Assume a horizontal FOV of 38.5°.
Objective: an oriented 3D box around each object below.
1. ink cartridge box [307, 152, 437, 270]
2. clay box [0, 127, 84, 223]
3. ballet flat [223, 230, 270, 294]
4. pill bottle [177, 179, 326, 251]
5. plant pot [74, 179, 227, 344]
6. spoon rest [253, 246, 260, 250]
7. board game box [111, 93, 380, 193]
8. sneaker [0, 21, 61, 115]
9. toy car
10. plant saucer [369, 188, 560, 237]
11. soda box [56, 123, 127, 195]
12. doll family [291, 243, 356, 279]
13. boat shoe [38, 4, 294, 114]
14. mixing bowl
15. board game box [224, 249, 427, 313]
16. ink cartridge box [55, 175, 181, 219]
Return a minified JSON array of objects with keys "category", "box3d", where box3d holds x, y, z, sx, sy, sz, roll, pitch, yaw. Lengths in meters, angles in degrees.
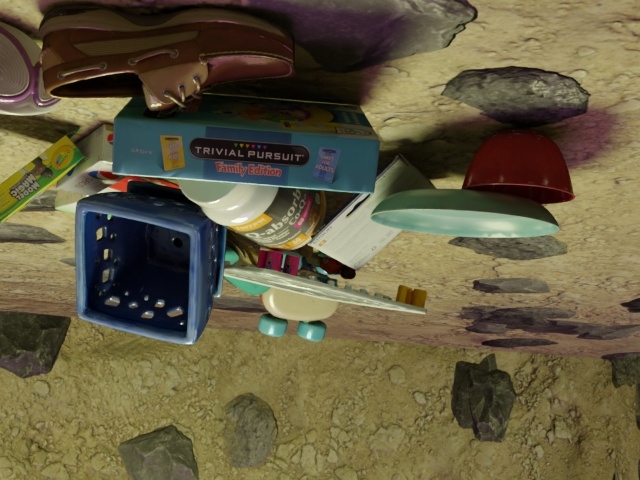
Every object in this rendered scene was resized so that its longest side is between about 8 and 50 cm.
[{"category":"ink cartridge box","box3d":[0.090,-0.054,1.645,0.223,0.045,0.224,-43,153,9]},{"category":"clay box","box3d":[-0.486,-0.097,1.535,0.053,0.222,0.127,52,149,-12]},{"category":"ballet flat","box3d":[-0.221,0.026,2.125,0.123,0.123,0.348,-4,158,25]},{"category":"pill bottle","box3d":[-0.115,-0.087,1.574,0.162,0.162,0.278,-4,165,25]},{"category":"plant pot","box3d":[-0.292,0.024,1.666,0.236,0.235,0.212,11,-157,12]},{"category":"spoon rest","box3d":[-0.289,0.042,2.266,0.277,0.084,0.137,7,165,-19]},{"category":"board game box","box3d":[-0.100,-0.145,1.277,0.336,0.079,0.253,4,-163,-5]},{"category":"sneaker","box3d":[-0.493,-0.240,1.206,0.305,0.114,0.152,14,176,-25]},{"category":"toy car","box3d":[-0.076,0.114,2.388,0.210,0.219,0.238,9,-167,-22]},{"category":"plant saucer","box3d":[0.243,-0.046,1.555,0.318,0.043,0.317,5,174,1]},{"category":"soda box","box3d":[-0.391,-0.138,1.610,0.074,0.069,0.216,11,164,-34]},{"category":"doll family","box3d":[0.000,0.000,2.024,0.163,0.118,0.263,14,171,38]},{"category":"boat shoe","box3d":[-0.194,-0.217,1.158,0.324,0.119,0.122,2,166,3]},{"category":"mixing bowl","box3d":[0.316,-0.119,1.469,0.182,0.098,0.181,4,173,0]},{"category":"board game box","box3d":[-0.041,0.076,1.886,0.390,0.050,0.390,16,173,-33]},{"category":"ink cartridge box","box3d":[-0.398,-0.082,1.865,0.225,0.056,0.181,-7,163,40]}]
